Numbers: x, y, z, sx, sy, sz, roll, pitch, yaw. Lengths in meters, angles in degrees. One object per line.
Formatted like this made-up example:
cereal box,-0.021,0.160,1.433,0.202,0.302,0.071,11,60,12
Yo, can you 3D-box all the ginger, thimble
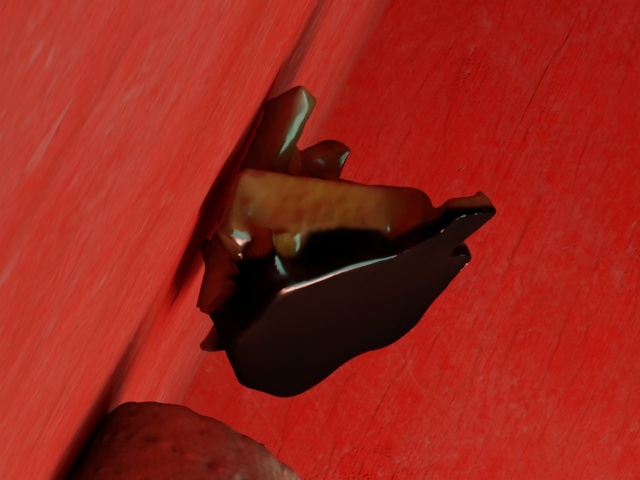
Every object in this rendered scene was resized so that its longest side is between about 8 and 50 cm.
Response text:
ginger,0.000,0.000,1.401,0.358,0.211,0.413,-24,155,-12
thimble,-0.145,0.322,1.259,0.195,0.291,0.291,-62,180,-30
